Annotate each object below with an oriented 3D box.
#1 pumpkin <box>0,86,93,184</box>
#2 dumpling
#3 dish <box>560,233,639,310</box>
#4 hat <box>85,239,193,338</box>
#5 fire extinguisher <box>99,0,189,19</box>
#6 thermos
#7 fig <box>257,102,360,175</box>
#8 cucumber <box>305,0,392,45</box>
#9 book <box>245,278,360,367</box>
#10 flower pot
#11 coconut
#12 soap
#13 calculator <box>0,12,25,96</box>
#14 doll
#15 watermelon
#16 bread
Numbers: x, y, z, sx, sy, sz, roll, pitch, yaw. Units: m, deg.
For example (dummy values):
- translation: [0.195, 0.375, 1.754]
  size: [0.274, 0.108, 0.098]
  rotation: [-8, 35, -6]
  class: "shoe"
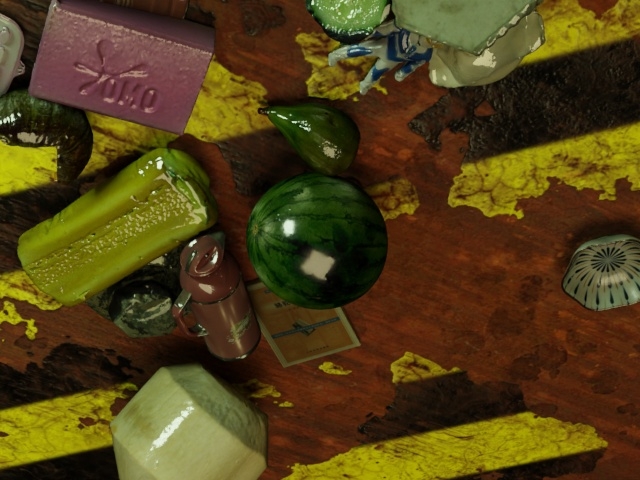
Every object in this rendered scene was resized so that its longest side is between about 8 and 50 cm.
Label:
- translation: [-0.432, -0.182, 1.868]
  size: [0.108, 0.119, 0.183]
  rotation: [-34, 132, 24]
  class: "pumpkin"
- translation: [0.245, -0.319, 1.802]
  size: [0.181, 0.111, 0.155]
  rotation: [-21, 98, 3]
  class: "dumpling"
- translation: [0.536, 0.045, 2.162]
  size: [0.191, 0.066, 0.190]
  rotation: [0, 133, 0]
  class: "dish"
- translation: [-0.320, 0.107, 2.131]
  size: [0.266, 0.128, 0.265]
  rotation: [-4, 132, -5]
  class: "hat"
- translation: [-0.351, -0.408, 1.665]
  size: [0.344, 0.102, 0.138]
  rotation: [11, 168, -13]
  class: "fire extinguisher"
- translation: [-0.197, 0.101, 2.075]
  size: [0.136, 0.109, 0.330]
  rotation: [-17, 149, -3]
  class: "thermos"
- translation: [-0.016, -0.184, 1.912]
  size: [0.177, 0.117, 0.117]
  rotation: [36, 124, -4]
  class: "fig"
- translation: [0.033, -0.334, 1.711]
  size: [0.115, 0.193, 0.085]
  rotation: [-1, 105, -8]
  class: "cucumber"
- translation: [-0.039, 0.147, 2.253]
  size: [0.170, 0.018, 0.241]
  rotation: [-18, 131, 13]
  class: "book"
- translation: [0.211, -0.392, 1.624]
  size: [0.209, 0.189, 0.239]
  rotation: [-4, 111, 21]
  class: "flower pot"
- translation: [-0.258, 0.405, 2.267]
  size: [0.323, 0.323, 0.323]
  rotation: [-2, 132, -2]
  class: "coconut"
- translation: [-0.307, -0.277, 1.813]
  size: [0.259, 0.081, 0.181]
  rotation: [15, 129, -17]
  class: "soap"
- translation: [-0.601, -0.311, 1.797]
  size: [0.294, 0.043, 0.194]
  rotation: [16, 128, -21]
  class: "calculator"
- translation: [0.121, -0.301, 1.806]
  size: [0.227, 0.057, 0.114]
  rotation: [-23, 126, 37]
  class: "doll"
- translation: [-0.005, 0.000, 1.976]
  size: [0.242, 0.242, 0.242]
  rotation: [-2, 132, -2]
  class: "watermelon"
- translation: [-0.347, -0.027, 2.011]
  size: [0.384, 0.112, 0.166]
  rotation: [-30, 111, 21]
  class: "bread"
